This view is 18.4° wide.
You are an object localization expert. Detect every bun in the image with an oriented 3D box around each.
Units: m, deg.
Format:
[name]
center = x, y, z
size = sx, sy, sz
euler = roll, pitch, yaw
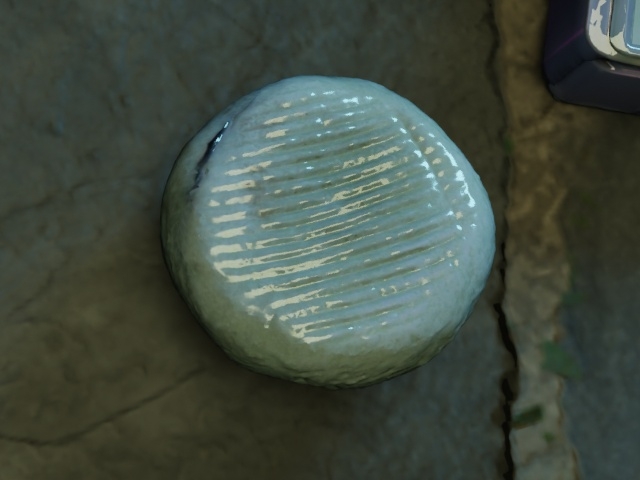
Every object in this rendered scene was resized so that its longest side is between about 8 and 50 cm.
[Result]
[bun]
center = 0.000, 0.000, 0.834
size = 0.141, 0.083, 0.141
euler = 4, 70, -11

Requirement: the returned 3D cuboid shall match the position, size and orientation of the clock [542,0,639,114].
[clock]
center = 0.205, -0.123, 0.898
size = 0.193, 0.073, 0.144
euler = 9, 78, -10
